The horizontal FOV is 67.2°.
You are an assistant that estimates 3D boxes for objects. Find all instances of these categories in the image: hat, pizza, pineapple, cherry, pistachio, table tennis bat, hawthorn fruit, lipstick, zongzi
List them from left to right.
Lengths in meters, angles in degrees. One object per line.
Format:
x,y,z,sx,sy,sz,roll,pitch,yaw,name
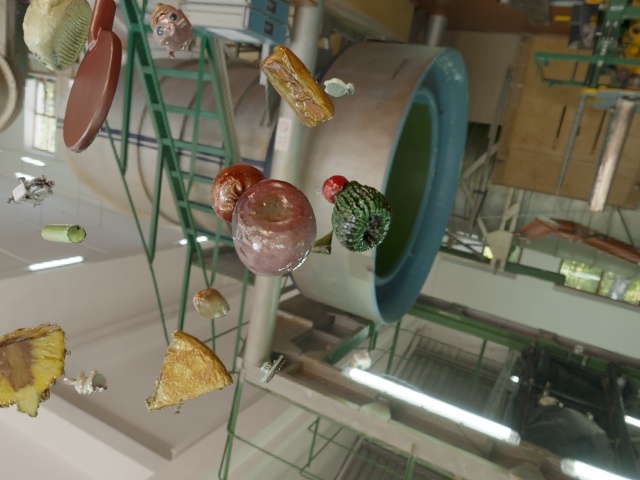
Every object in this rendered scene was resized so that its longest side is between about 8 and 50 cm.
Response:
-1.054,0.465,1.684,0.344,0.286,0.209,-17,-167,-32,pineapple
-1.039,-0.029,1.944,0.304,0.076,0.076,4,-175,43,lipstick
-0.542,-0.404,1.149,0.268,0.415,0.051,-18,155,41,table tennis bat
-0.486,0.466,1.647,0.280,0.287,0.075,49,173,4,pizza
-0.539,0.315,2.375,0.143,0.144,0.215,20,159,38,pistachio
-0.224,-0.137,1.373,0.179,0.179,0.200,7,-159,-10,hawthorn fruit
-0.112,-0.020,1.180,0.206,0.240,0.239,-18,-162,-7,cherry
0.000,0.000,2.045,0.103,0.114,0.052,10,179,-18,zongzi
0.132,-0.139,1.952,0.242,0.274,0.332,-9,-132,-32,hat

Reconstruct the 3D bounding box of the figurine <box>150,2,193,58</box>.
-0.595,-0.842,1.919,0.186,0.176,0.287,40,-163,-18,figurine

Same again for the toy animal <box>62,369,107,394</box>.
-0.797,0.488,1.639,0.124,0.085,0.071,-17,-177,24,toy animal

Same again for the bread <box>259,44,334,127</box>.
-0.087,-0.614,1.923,0.344,0.148,0.195,49,-178,-22,bread

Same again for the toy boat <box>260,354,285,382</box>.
-0.207,0.530,2.011,0.066,0.140,0.059,34,155,10,toy boat

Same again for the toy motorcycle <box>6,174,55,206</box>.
-1.337,-0.227,2.253,0.260,0.110,0.171,-23,174,28,toy motorcycle

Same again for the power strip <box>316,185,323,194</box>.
0.018,-0.254,2.380,0.090,0.040,0.016,-14,143,36,power strip

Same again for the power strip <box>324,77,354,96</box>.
0.053,-0.418,1.307,0.083,0.055,0.035,10,-129,16,power strip

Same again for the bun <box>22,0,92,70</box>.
-0.715,-0.576,1.292,0.134,0.221,0.220,25,-170,-11,bun
